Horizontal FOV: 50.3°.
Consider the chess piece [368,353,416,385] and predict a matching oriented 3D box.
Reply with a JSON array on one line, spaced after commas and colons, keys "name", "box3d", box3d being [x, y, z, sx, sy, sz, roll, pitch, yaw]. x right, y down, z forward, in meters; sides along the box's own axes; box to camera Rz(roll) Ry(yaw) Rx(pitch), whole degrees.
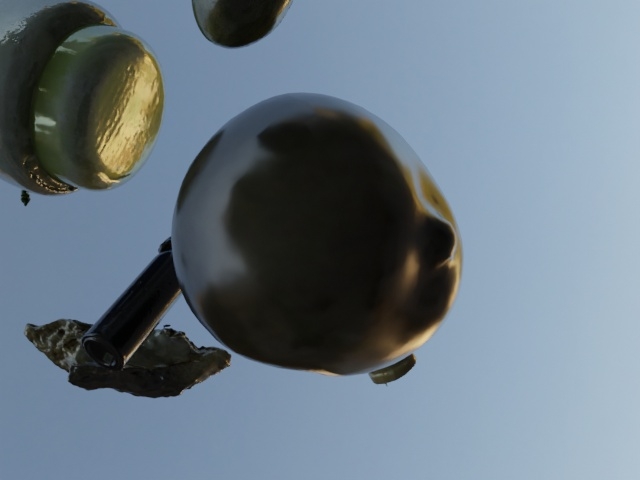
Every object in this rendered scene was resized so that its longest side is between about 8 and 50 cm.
[{"name": "chess piece", "box3d": [0.118, 0.216, 1.749, 0.137, 0.137, 0.301, -39, -77, -34]}]

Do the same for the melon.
[{"name": "melon", "box3d": [-0.071, -0.245, 0.647, 0.098, 0.098, 0.130, 4, -59, -45]}]

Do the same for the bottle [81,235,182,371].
[{"name": "bottle", "box3d": [-0.260, 0.084, 1.030, 0.082, 0.072, 0.244, 44, -136, -9]}]

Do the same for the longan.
[{"name": "longan", "box3d": [0.000, 0.000, 0.806, 0.361, 0.361, 0.361, -8, -78, -44]}]

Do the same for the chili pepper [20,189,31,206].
[{"name": "chili pepper", "box3d": [-0.552, -0.104, 1.262, 0.027, 0.022, 0.083, -38, -67, -67]}]

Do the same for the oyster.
[{"name": "oyster", "box3d": [-0.336, 0.209, 1.178, 0.341, 0.166, 0.110, 17, -126, -24]}]

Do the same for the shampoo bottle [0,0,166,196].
[{"name": "shampoo bottle", "box3d": [-0.442, -0.237, 1.111, 0.322, 0.317, 0.322, 15, -90, -78]}]
